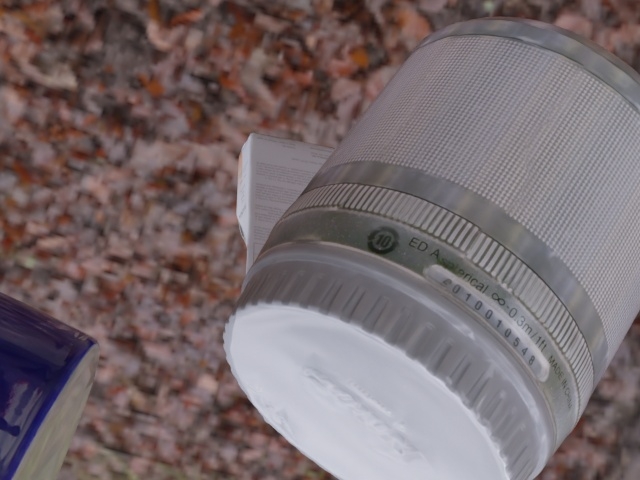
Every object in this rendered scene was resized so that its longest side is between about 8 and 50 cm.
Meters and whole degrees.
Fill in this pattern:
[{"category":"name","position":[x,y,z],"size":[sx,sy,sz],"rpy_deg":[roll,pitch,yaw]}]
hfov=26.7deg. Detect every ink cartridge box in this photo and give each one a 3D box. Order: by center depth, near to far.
[{"category":"ink cartridge box","position":[0.000,0.000,1.174],"size":[0.145,0.179,0.045],"rpy_deg":[10,151,-16]}]

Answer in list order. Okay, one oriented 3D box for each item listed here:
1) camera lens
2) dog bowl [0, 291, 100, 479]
[{"category":"camera lens","position":[0.094,0.010,0.856],"size":[0.219,0.274,0.219],"rpy_deg":[26,148,18]},{"category":"dog bowl","position":[-0.210,0.147,0.666],"size":[0.104,0.265,0.265],"rpy_deg":[23,149,-2]}]
